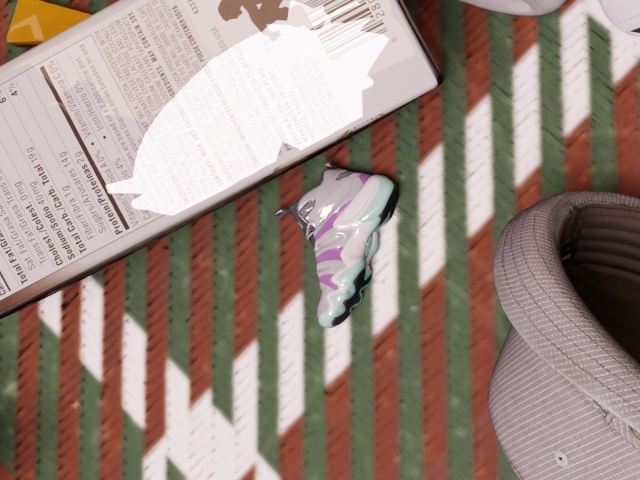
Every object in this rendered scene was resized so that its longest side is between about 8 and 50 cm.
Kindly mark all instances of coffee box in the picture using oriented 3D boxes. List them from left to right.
[{"bbox_3d":[-0.088,-0.069,0.722,0.297,0.168,0.118,-27,94,10],"label":"coffee box"}]

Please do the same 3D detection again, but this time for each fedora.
[{"bbox_3d":[0.193,0.095,0.636,0.275,0.244,0.124,33,120,14],"label":"fedora"}]

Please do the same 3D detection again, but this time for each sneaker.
[{"bbox_3d":[0.000,0.000,0.770,0.069,0.038,0.098,19,78,17],"label":"sneaker"}]

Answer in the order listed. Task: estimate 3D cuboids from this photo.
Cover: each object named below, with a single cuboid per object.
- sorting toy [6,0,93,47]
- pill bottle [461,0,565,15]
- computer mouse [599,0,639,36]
[{"bbox_3d":[-0.303,-0.115,0.863,0.307,0.041,0.229,17,89,9],"label":"sorting toy"},{"bbox_3d":[0.122,-0.248,0.730,0.117,0.117,0.214,21,87,16],"label":"pill bottle"},{"bbox_3d":[0.256,-0.159,0.723,0.193,0.042,0.106,-9,81,13],"label":"computer mouse"}]
